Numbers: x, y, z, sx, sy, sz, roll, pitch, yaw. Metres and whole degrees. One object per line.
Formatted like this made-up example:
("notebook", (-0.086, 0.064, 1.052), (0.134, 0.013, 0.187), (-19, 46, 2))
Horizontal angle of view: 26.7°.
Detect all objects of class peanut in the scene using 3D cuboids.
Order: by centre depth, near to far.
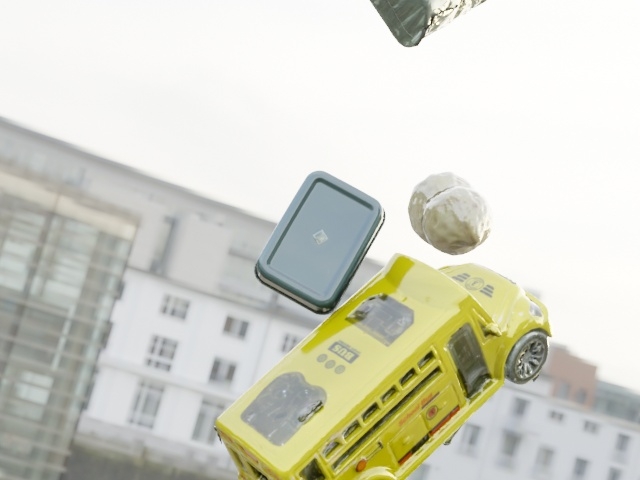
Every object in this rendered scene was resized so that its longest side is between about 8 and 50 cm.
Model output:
("peanut", (0.193, -0.042, 2.026), (0.124, 0.123, 0.256), (16, 5, -3))

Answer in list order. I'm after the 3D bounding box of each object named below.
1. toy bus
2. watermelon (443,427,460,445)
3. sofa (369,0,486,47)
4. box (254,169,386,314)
("toy bus", (0.065, 0.127, 1.284), (0.144, 0.330, 0.152), (30, -27, 44))
("watermelon", (0.205, 0.206, 1.994), (0.119, 0.245, 0.063), (14, 29, -22))
("sofa", (0.083, -0.353, 1.816), (0.225, 0.210, 0.176), (49, -49, 1))
("box", (0.000, 0.000, 1.284), (0.091, 0.126, 0.031), (30, -12, 6))
